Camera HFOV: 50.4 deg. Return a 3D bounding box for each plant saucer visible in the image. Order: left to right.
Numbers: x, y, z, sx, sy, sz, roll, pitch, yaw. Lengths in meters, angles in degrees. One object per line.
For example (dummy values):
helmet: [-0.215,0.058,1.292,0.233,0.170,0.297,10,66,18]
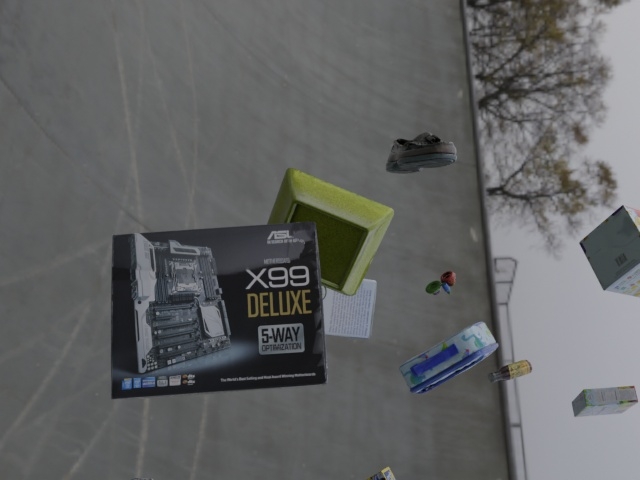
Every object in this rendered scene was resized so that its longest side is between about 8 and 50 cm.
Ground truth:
plant saucer: [0.000,0.000,1.122,0.045,0.188,0.188,-70,-178,-59]

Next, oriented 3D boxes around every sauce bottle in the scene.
sauce bottle: [0.512,0.357,1.843,0.042,0.128,0.042,46,-37,51]

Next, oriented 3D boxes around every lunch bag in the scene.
lunch bag: [0.304,0.282,1.626,0.176,0.219,0.090,4,53,-61]

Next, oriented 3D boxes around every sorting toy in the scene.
sorting toy: [0.365,0.136,2.020,0.042,0.102,0.061,54,-3,-24]

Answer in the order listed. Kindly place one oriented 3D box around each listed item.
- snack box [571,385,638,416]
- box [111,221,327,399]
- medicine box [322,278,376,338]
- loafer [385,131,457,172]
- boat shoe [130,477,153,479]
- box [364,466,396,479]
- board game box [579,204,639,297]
snack box: [0.582,0.332,1.401,0.141,0.100,0.037,66,20,-64]
box: [-0.149,0.104,1.014,0.076,0.308,0.242,92,-5,-76]
medicine box: [-0.036,0.154,1.743,0.263,0.289,0.149,172,-76,-77]
loafer: [0.206,-0.195,1.454,0.267,0.096,0.084,179,-86,-73]
boat shoe: [-0.408,0.595,1.564,0.301,0.108,0.102,6,72,-65]
box: [0.149,0.766,2.105,0.059,0.169,0.054,7,49,-61]
board game box: [0.766,0.038,1.570,0.144,0.275,0.142,-52,-142,40]
